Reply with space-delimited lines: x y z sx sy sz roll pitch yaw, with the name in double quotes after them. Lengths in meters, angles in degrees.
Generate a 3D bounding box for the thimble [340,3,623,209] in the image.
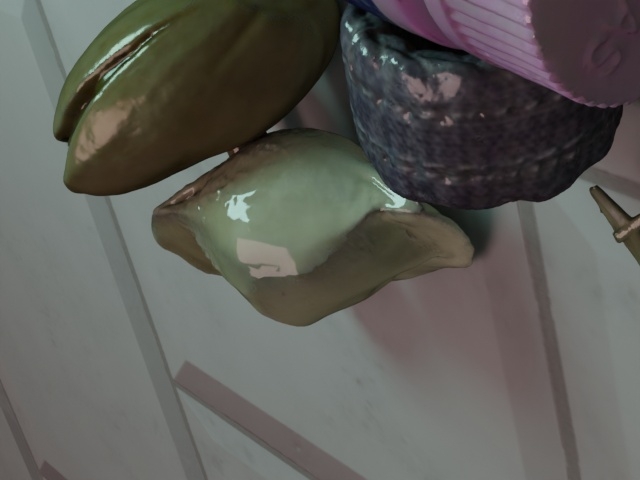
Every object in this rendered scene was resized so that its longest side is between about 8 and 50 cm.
0.087 -0.092 0.806 0.150 0.150 0.098 33 147 41 "thimble"

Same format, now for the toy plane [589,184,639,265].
0.205 -0.054 0.703 0.092 0.108 0.286 53 166 8 "toy plane"

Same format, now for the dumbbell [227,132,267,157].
-0.046 -0.050 1.155 0.082 0.092 0.231 -103 -11 -73 "dumbbell"

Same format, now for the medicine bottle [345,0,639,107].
0.055 -0.191 0.715 0.290 0.178 0.178 34 145 41 "medicine bottle"

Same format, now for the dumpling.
-0.004 0.000 1.062 0.166 0.215 0.126 47 -158 -53 "dumpling"

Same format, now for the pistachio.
-0.089 -0.110 1.030 0.136 0.226 0.136 54 -167 -19 "pistachio"
